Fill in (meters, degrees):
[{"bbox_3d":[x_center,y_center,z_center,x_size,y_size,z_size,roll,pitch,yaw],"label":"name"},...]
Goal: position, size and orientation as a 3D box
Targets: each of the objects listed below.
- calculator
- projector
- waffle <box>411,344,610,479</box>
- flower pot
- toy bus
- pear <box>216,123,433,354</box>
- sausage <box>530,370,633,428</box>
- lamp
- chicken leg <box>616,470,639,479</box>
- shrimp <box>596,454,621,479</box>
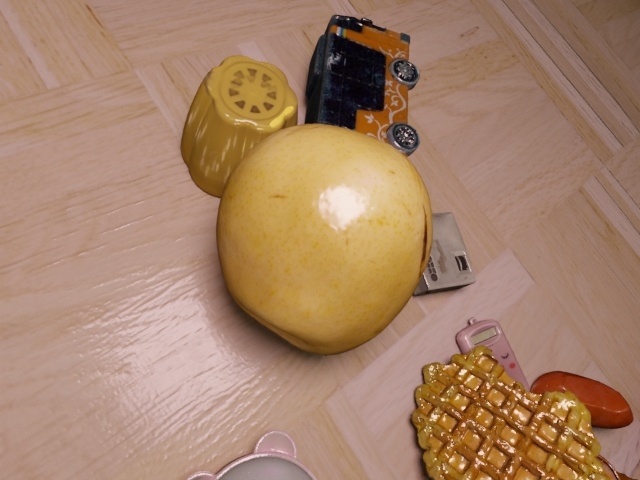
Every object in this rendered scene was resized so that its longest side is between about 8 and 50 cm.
[{"bbox_3d":[0.316,0.225,0.735,0.100,0.032,0.174,-14,74,-25],"label":"calculator"},{"bbox_3d":[0.213,0.024,0.762,0.115,0.061,0.147,-5,71,-22],"label":"projector"},{"bbox_3d":[0.278,0.291,0.608,0.292,0.051,0.291,-6,47,7],"label":"waffle"},{"bbox_3d":[-0.126,-0.184,0.652,0.195,0.179,0.195,7,67,-16],"label":"flower pot"},{"bbox_3d":[0.069,-0.249,0.765,0.194,0.162,0.323,11,67,-14],"label":"toy bus"},{"bbox_3d":[0.000,0.000,0.564,0.310,0.309,0.308,8,66,-18],"label":"pear"},{"bbox_3d":[0.486,0.296,0.743,0.180,0.089,0.089,17,63,-3],"label":"sausage"},{"bbox_3d":[-0.062,0.380,0.484,0.180,0.108,0.245,-20,78,-22],"label":"lamp"},{"bbox_3d":[0.440,0.461,0.628,0.295,0.182,0.409,-42,79,-14],"label":"chicken leg"},{"bbox_3d":[0.322,0.429,0.575,0.290,0.075,0.178,-29,60,-13],"label":"shrimp"}]
